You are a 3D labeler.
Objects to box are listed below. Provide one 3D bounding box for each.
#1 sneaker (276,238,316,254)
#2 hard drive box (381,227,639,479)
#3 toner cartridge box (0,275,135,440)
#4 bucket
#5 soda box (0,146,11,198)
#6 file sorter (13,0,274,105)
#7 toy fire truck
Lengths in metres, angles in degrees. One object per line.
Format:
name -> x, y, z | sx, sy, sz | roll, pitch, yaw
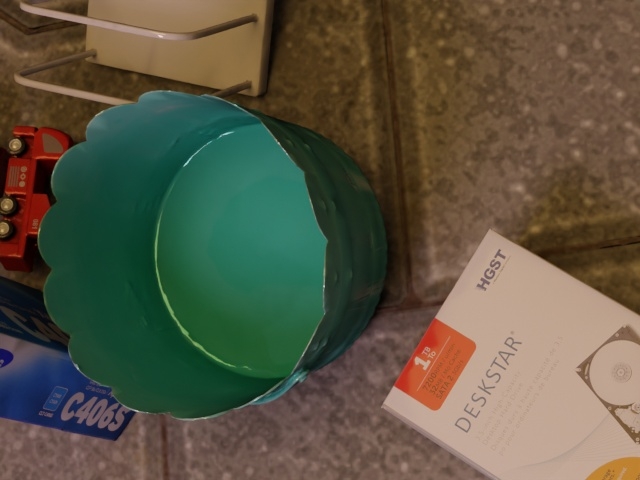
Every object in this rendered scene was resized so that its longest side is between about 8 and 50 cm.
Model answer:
sneaker -> 0.000, 0.000, 1.507 | 0.083, 0.032, 0.037 | -5, 61, 17
hard drive box -> 0.199, 0.128, 1.373 | 0.232, 0.089, 0.181 | 31, 90, 23
toner cartridge box -> -0.289, 0.083, 1.420 | 0.165, 0.348, 0.075 | 33, 91, 22
bucket -> -0.085, 0.012, 1.419 | 0.281, 0.183, 0.281 | 0, 90, 23
soda box -> -0.387, 0.023, 1.611 | 0.092, 0.083, 0.263 | 11, 84, 22
file sorter -> -0.158, -0.271, 1.485 | 0.192, 0.173, 0.278 | 13, 109, 21
toy fire truck -> -0.239, -0.016, 1.575 | 0.135, 0.047, 0.192 | 3, 69, 3
